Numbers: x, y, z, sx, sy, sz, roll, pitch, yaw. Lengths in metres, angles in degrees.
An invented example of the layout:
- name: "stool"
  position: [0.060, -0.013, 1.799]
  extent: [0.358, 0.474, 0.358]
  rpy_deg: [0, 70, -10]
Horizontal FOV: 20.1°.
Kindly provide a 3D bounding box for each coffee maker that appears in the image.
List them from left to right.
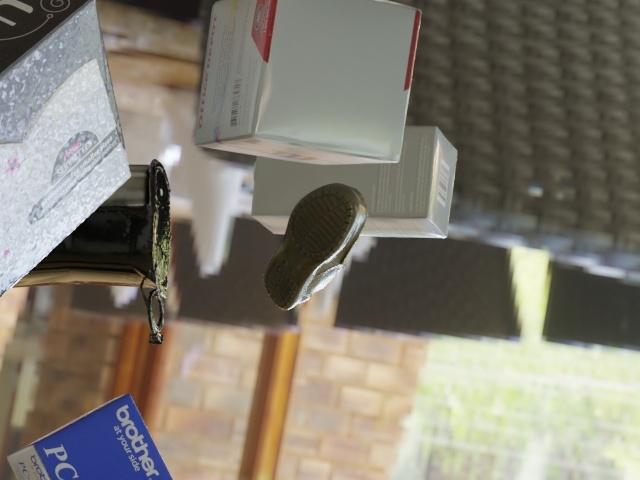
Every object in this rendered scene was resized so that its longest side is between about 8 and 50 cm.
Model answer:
- name: "coffee maker"
  position: [-0.238, 0.004, 1.718]
  extent: [0.178, 0.171, 0.120]
  rpy_deg: [-2, 143, 5]

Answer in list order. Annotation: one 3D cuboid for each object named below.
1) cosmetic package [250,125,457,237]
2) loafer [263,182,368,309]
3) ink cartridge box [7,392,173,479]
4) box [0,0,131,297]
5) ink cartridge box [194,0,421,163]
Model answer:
- name: "cosmetic package"
  position: [0.040, -0.074, 2.269]
  extent: [0.238, 0.127, 0.107]
  rpy_deg: [2, 166, 21]
- name: "loafer"
  position: [0.000, 0.000, 1.503]
  extent: [0.050, 0.056, 0.148]
  rpy_deg: [-22, 160, -42]
- name: "ink cartridge box"
  position: [-0.141, 0.227, 1.335]
  extent: [0.097, 0.207, 0.046]
  rpy_deg: [-28, -179, -42]
- name: "box"
  position: [-0.254, -0.045, 1.124]
  extent: [0.142, 0.247, 0.163]
  rpy_deg: [25, 143, 28]
- name: "ink cartridge box"
  position: [-0.015, -0.132, 1.478]
  extent: [0.127, 0.128, 0.176]
  rpy_deg: [8, 179, -20]
